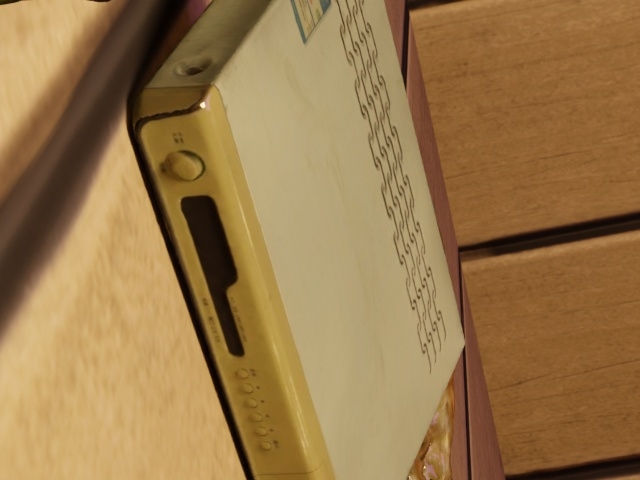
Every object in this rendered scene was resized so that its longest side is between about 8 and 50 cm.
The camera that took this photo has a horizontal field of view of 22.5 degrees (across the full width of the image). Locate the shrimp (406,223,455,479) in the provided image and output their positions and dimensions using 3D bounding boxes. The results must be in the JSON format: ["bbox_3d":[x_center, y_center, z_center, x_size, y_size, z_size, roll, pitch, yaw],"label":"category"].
[{"bbox_3d":[0.030,0.057,0.979,0.272,0.085,0.445,-81,162,-52],"label":"shrimp"}]

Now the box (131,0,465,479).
[{"bbox_3d":[0.000,0.000,0.748,0.211,0.045,0.270,-62,144,-46],"label":"box"}]

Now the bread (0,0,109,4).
[{"bbox_3d":[-0.078,-0.240,0.380,0.382,0.129,0.366,-44,121,-82],"label":"bread"}]
